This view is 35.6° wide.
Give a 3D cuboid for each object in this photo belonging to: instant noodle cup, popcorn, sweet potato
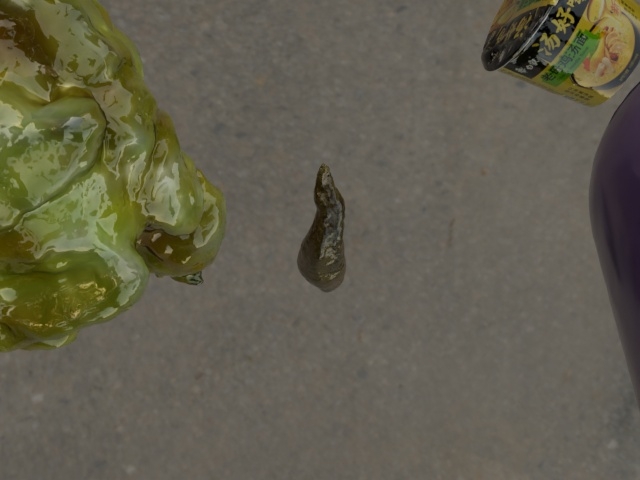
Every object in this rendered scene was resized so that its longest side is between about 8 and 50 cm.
[{"bbox_3d":[0.253,-0.213,1.016,0.122,0.151,0.151,28,94,-15],"label":"instant noodle cup"},{"bbox_3d":[-0.229,-0.052,0.662,0.279,0.274,0.335,-34,133,-23],"label":"popcorn"},{"bbox_3d":[0.002,0.005,0.746,0.038,0.041,0.153,-11,148,-7],"label":"sweet potato"}]

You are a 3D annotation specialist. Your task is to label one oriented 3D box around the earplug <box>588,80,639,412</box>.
[{"bbox_3d":[0.239,0.092,0.409,0.215,0.456,0.215,-5,144,-4],"label":"earplug"}]
